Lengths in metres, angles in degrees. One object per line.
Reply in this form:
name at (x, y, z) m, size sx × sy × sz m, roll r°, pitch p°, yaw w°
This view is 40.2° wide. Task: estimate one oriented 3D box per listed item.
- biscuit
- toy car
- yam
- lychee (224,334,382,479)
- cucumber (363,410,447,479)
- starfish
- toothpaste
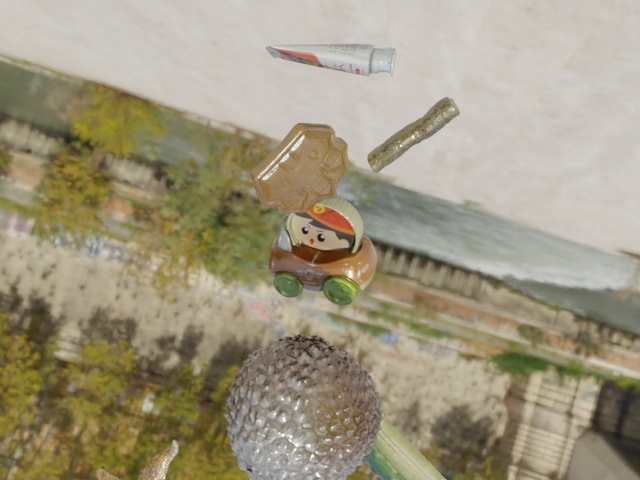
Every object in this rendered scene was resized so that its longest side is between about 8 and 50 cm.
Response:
biscuit at (-0.021, -0.117, 1.555) m, size 0.034 × 0.182 × 0.215 m, roll 50°, pitch -170°, yaw 32°
toy car at (0.000, 0.000, 1.784) m, size 0.235 × 0.235 × 0.145 m, roll 16°, pitch -142°, yaw 10°
yam at (0.212, -0.246, 2.048) m, size 0.253 × 0.061 × 0.061 m, roll -35°, pitch 149°, yaw 23°
lychee at (-0.030, 0.317, 1.554) m, size 0.300 × 0.300 × 0.300 m, roll 16°, pitch 175°, yaw 1°
cucumber at (0.205, 0.537, 1.945) m, size 0.325 × 0.105 × 0.145 m, roll 42°, pitch 145°, yaw 12°
starfish at (-0.317, 0.493, 1.564) m, size 0.302 × 0.299 × 0.060 m, roll -1°, pitch -171°, yaw 37°
toothpaste at (0.020, -0.338, 1.602) m, size 0.234 × 0.057 × 0.089 m, roll 8°, pitch 179°, yaw 9°
